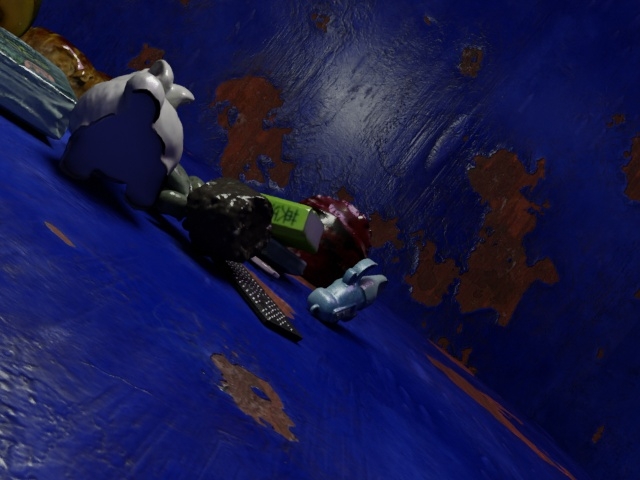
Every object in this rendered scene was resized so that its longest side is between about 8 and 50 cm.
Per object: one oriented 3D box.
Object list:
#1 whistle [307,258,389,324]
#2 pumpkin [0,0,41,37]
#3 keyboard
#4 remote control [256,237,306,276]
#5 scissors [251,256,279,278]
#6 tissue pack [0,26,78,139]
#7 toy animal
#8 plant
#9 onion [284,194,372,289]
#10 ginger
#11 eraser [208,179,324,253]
[{"bbox_3d":[0.069,0.135,1.698,0.093,0.180,0.269,37,33,28],"label":"whistle"},{"bbox_3d":[-0.709,-0.519,1.404,0.280,0.190,0.139,13,40,-40],"label":"pumpkin"},{"bbox_3d":[-0.131,0.093,1.316,0.101,0.018,0.309,35,4,-38],"label":"keyboard"},{"bbox_3d":[-0.120,0.034,1.775,0.104,0.052,0.247,13,-15,33],"label":"remote control"},{"bbox_3d":[-0.187,0.024,1.657,0.212,0.021,0.110,36,-4,-18],"label":"scissors"},{"bbox_3d":[-0.586,-0.317,1.308,0.228,0.103,0.315,37,4,-35],"label":"tissue pack"},{"bbox_3d":[-0.335,-0.226,1.259,0.194,0.258,0.357,38,23,-26],"label":"toy animal"},{"bbox_3d":[-0.227,-0.059,1.320,0.274,0.147,0.149,26,23,24],"label":"plant"},{"bbox_3d":[0.000,0.000,2.150,0.314,0.280,0.146,38,17,4],"label":"onion"},{"bbox_3d":[-0.597,-0.378,1.646,0.357,0.152,0.274,38,2,-38],"label":"ginger"},{"bbox_3d":[-0.141,-0.058,1.737,0.274,0.092,0.210,16,-11,13],"label":"eraser"}]
